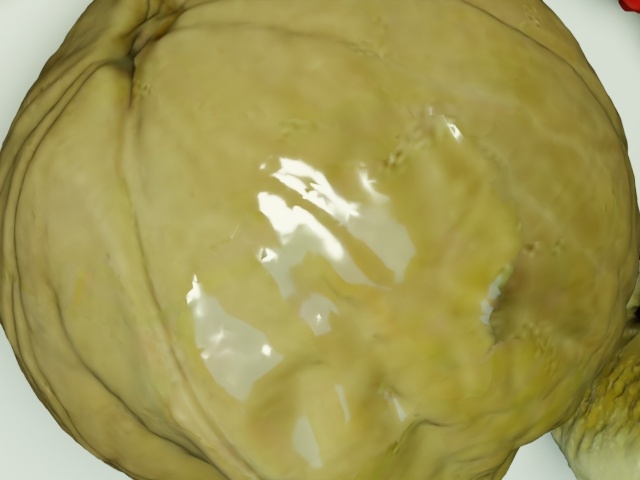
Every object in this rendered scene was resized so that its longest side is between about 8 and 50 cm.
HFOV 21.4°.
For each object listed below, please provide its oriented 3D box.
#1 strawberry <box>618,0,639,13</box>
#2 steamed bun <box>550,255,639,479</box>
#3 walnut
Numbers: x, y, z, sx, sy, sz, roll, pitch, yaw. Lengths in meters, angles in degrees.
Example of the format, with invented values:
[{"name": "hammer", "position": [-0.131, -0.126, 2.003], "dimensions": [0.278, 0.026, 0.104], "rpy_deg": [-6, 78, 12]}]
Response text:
[{"name": "strawberry", "position": [0.199, -0.165, 0.629], "dimensions": [0.306, 0.138, 0.233], "rpy_deg": [34, 96, -27]}, {"name": "steamed bun", "position": [0.192, 0.035, 0.709], "dimensions": [0.172, 0.141, 0.155], "rpy_deg": [4, 106, -18]}, {"name": "walnut", "position": [0.000, 0.000, 0.588], "dimensions": [0.228, 0.228, 0.228], "rpy_deg": [-8, 114, -17]}]
